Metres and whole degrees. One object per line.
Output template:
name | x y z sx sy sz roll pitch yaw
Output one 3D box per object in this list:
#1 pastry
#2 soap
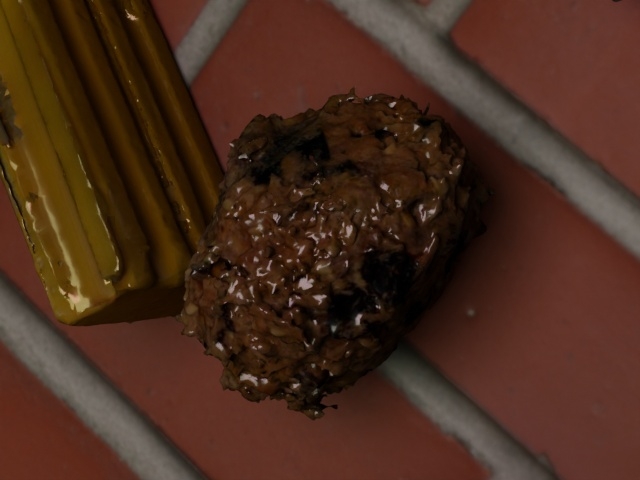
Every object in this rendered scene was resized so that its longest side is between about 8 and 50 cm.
pastry | 0.000 0.000 1.511 0.193 0.275 0.275 39 106 7
soap | -0.189 -0.093 1.636 0.096 0.204 0.324 -29 76 26
